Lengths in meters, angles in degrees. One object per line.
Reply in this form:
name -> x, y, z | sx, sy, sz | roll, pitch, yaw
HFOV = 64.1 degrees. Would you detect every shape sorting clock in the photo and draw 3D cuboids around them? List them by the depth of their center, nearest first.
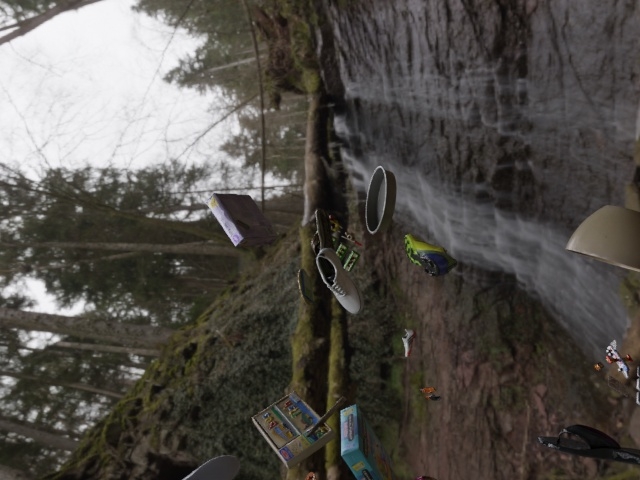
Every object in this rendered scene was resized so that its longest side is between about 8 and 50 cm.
shape sorting clock -> -0.082, 0.254, 2.781 | 0.206, 0.040, 0.206 | -17, -90, -73

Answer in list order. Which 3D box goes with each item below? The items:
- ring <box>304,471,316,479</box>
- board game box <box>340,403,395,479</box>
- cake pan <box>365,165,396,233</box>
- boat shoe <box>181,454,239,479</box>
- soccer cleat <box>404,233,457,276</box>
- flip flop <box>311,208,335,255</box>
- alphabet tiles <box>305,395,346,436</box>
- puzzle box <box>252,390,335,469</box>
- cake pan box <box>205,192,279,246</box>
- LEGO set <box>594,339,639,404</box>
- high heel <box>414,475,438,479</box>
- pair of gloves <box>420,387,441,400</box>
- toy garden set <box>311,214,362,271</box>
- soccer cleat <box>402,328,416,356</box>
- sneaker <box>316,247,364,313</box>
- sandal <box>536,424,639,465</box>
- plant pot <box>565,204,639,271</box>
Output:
ring -> -0.089, 1.280, 2.437 | 0.336, 0.032, 0.337 | -160, 90, -84
board game box -> 0.193, 0.860, 2.013 | 0.336, 0.079, 0.254 | 60, -169, -16
cake pan -> 0.259, -0.170, 2.185 | 0.293, 0.054, 0.294 | -174, 90, -80
boat shoe -> -0.386, 0.782, 1.682 | 0.084, 0.258, 0.095 | 109, 137, -77
soccer cleat -> 0.415, 0.050, 1.957 | 0.289, 0.121, 0.094 | -128, 23, -61
flip flop -> 0.000, 0.000, 2.200 | 0.112, 0.080, 0.277 | 21, -121, -61
alphabet tiles -> 0.026, 0.785, 2.275 | 0.237, 0.009, 0.198 | -43, -19, -10
puzzle box -> -0.143, 0.929, 2.547 | 0.272, 0.409, 0.052 | -28, -64, -23
cake pan box -> -0.321, -0.089, 2.157 | 0.246, 0.070, 0.266 | 55, -156, 14
LEGO set -> 1.109, 0.479, 1.837 | 0.182, 0.244, 0.060 | -49, -13, -45
high heel -> 0.461, 0.939, 1.953 | 0.082, 0.243, 0.117 | -95, 22, -53
pair of gloves -> 0.460, 0.642, 2.135 | 0.083, 0.074, 0.010 | 52, -136, -21
toy garden set -> 0.083, 0.013, 2.458 | 0.049, 0.244, 0.204 | -39, -20, -55
soccer cleat -> 0.252, 0.296, 1.485 | 0.029, 0.035, 0.083 | -88, 11, -82
sneaker -> 0.058, 0.151, 1.792 | 0.258, 0.094, 0.091 | 57, -151, 1
sandal -> 1.079, 0.780, 1.979 | 0.167, 0.445, 0.107 | 21, -110, -59
plant pot -> 1.037, -0.015, 1.793 | 0.284, 0.284, 0.191 | 8, -80, -65
